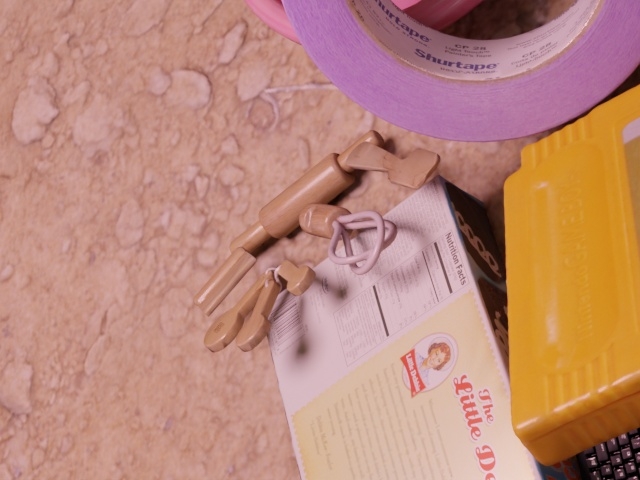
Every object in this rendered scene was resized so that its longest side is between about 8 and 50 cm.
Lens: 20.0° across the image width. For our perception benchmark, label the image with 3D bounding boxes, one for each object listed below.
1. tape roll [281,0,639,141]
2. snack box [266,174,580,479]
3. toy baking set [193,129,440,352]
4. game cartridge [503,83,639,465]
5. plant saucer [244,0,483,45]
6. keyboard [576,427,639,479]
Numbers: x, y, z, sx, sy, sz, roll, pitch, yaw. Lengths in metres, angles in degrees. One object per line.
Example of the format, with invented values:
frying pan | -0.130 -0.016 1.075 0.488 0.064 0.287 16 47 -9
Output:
tape roll | 0.108 -0.210 1.256 0.275 0.275 0.090 -39 14 23
snack box | 0.070 0.130 1.281 0.187 0.060 0.322 -37 46 25
toy baking set | -0.001 -0.003 1.376 0.256 0.030 0.197 -40 23 20
game cartridge | 0.259 -0.030 1.113 0.323 0.053 0.285 -26 32 22
plant saucer | 0.068 -0.299 1.437 0.332 0.084 0.332 -12 69 36
keyboard | 0.226 0.199 1.164 0.108 0.023 0.180 -20 77 33
